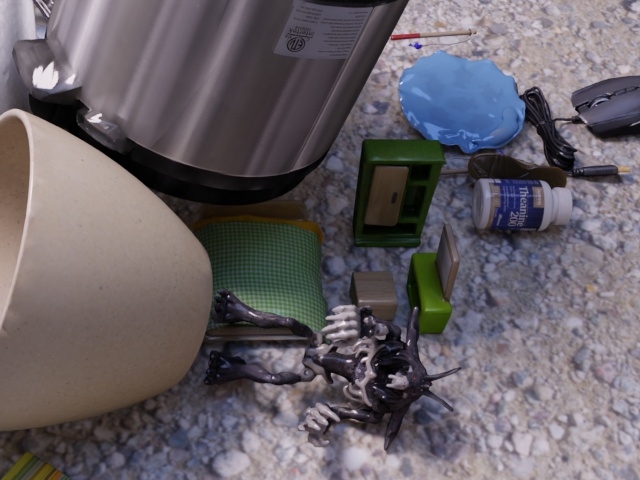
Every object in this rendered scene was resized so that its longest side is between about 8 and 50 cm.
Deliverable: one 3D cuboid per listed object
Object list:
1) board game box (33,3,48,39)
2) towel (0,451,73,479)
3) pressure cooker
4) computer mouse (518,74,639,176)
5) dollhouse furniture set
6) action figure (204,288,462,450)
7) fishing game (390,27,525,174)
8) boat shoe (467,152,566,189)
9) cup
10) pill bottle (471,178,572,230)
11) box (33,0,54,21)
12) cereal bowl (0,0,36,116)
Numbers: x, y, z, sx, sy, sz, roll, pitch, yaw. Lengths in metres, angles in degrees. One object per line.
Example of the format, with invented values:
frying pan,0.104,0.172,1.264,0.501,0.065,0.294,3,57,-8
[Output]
board game box,-0.377,-0.356,1.761,0.318,0.066,0.318,-23,56,-26
towel,-0.235,0.311,1.217,0.237,0.021,0.102,29,56,16
pressure cooker,-0.119,-0.244,1.366,0.369,0.420,0.375,25,39,-4
computer mouse,0.425,-0.169,1.723,0.262,0.060,0.184,-2,48,-10
dollhouse furniture set,0.000,0.000,1.441,0.301,0.151,0.198,-1,48,-9
action figure,0.012,0.140,1.317,0.275,0.164,0.141,11,6,7
fishing game,0.199,-0.195,1.727,0.189,0.041,0.264,-8,58,-15
boat shoe,0.259,-0.086,1.632,0.135,0.045,0.050,13,88,-7
cup,-0.255,0.055,1.279,0.237,0.331,0.331,17,42,-29
pill bottle,0.261,-0.046,1.581,0.120,0.067,0.067,1,48,-7
box,-0.196,-0.335,1.616,0.322,0.079,0.257,-37,87,-6
cereal bowl,-0.411,-0.211,1.448,0.141,0.339,0.339,-4,49,-15
